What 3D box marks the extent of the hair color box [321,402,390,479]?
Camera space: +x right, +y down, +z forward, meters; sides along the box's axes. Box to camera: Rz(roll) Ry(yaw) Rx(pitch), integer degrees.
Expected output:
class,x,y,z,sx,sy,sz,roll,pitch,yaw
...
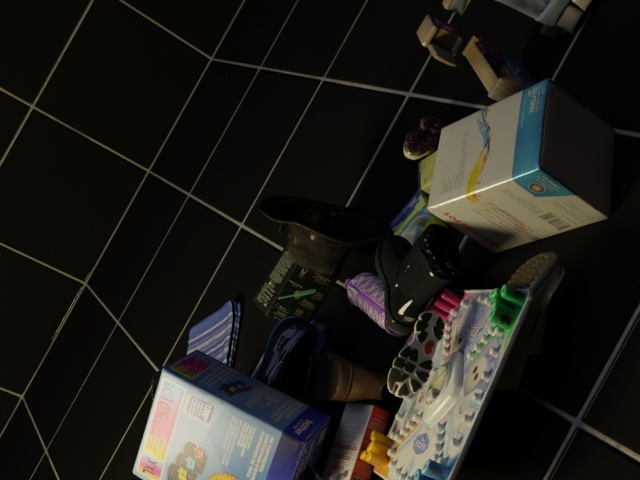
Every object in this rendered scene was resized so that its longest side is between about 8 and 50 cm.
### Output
class,x,y,z,sx,sy,sz,roll,pitch,yaw
hair color box,0.071,0.413,1.914,0.093,0.053,0.167,-7,57,55

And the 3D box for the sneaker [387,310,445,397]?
class,x,y,z,sx,sy,sz,roll,pitch,yaw
sneaker,0.175,0.210,1.722,0.170,0.068,0.071,-58,-9,-23

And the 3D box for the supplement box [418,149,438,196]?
class,x,y,z,sx,sy,sz,roll,pitch,yaw
supplement box,0.263,-0.147,2.105,0.083,0.056,0.083,-34,38,39

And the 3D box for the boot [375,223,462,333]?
class,x,y,z,sx,sy,sz,roll,pitch,yaw
boot,0.195,0.034,1.891,0.247,0.094,0.207,-91,24,-43

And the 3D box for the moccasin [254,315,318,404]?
class,x,y,z,sx,sy,sz,roll,pitch,yaw
moccasin,-0.089,0.331,2.052,0.116,0.137,0.342,1,80,60

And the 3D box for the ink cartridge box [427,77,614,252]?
class,x,y,z,sx,sy,sz,roll,pitch,yaw
ink cartridge box,0.370,-0.129,1.778,0.270,0.198,0.197,-21,48,48

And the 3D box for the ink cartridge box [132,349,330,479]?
class,x,y,z,sx,sy,sz,roll,pitch,yaw
ink cartridge box,-0.155,0.431,1.945,0.151,0.395,0.270,-31,-38,-65

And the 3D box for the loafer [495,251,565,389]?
class,x,y,z,sx,sy,sz,roll,pitch,yaw
loafer,0.351,0.145,1.663,0.269,0.092,0.102,-61,11,10

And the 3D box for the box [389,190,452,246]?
class,x,y,z,sx,sy,sz,roll,pitch,yaw
box,0.214,-0.028,2.091,0.109,0.042,0.178,-49,32,21

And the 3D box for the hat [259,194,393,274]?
class,x,y,z,sx,sy,sz,roll,pitch,yaw
hat,0.000,0.000,2.199,0.331,0.331,0.134,39,120,61

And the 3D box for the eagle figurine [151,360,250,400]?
class,x,y,z,sx,sy,sz,roll,pitch,yaw
eagle figurine,-0.242,0.398,2.220,0.298,0.225,0.226,2,109,56

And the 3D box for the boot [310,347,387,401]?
class,x,y,z,sx,sy,sz,roll,pitch,yaw
boot,0.053,0.296,2.016,0.305,0.115,0.112,178,104,-77

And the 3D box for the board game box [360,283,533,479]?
class,x,y,z,sx,sy,sz,roll,pitch,yaw
board game box,0.208,0.257,1.703,0.390,0.050,0.390,-65,8,-8

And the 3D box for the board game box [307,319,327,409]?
class,x,y,z,sx,sy,sz,roll,pitch,yaw
board game box,-0.063,0.306,2.222,0.160,0.047,0.210,-28,44,43

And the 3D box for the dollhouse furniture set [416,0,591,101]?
class,x,y,z,sx,sy,sz,roll,pitch,yaw
dollhouse furniture set,0.406,-0.450,1.916,0.303,0.286,0.198,-58,27,28

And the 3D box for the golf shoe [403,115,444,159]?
class,x,y,z,sx,sy,sz,roll,pitch,yaw
golf shoe,0.229,-0.213,2.165,0.186,0.067,0.086,-47,-19,-55

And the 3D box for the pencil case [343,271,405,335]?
class,x,y,z,sx,sy,sz,roll,pitch,yaw
pencil case,0.128,0.131,2.039,0.086,0.088,0.206,-61,30,3

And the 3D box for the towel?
class,x,y,z,sx,sy,sz,roll,pitch,yaw
towel,-0.311,0.340,2.590,0.243,0.040,0.336,-33,39,41

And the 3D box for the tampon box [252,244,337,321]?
class,x,y,z,sx,sy,sz,roll,pitch,yaw
tampon box,-0.063,0.117,2.314,0.161,0.120,0.101,-58,30,4
